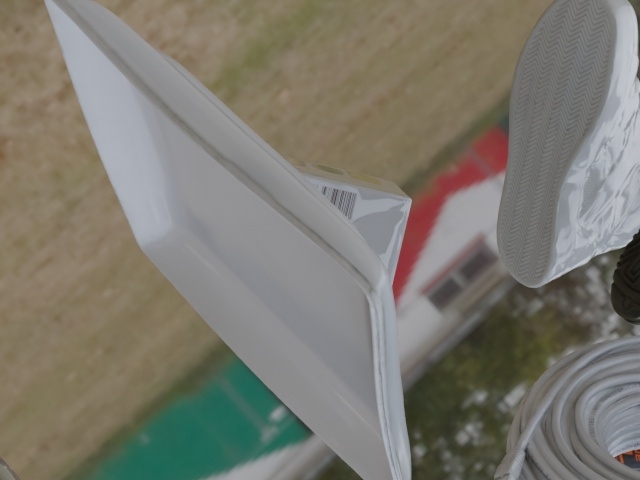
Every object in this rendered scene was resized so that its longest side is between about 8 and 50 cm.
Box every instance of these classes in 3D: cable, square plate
[{"bbox_3d":[0.280,0.178,1.262,0.257,0.257,0.089,-61,153,-53],"label":"cable"},{"bbox_3d":[-0.050,0.009,1.134,0.049,0.347,0.344,-38,151,-16],"label":"square plate"}]

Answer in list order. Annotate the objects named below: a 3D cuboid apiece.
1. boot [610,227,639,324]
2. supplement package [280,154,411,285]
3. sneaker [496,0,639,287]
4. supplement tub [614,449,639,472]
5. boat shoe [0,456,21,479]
[{"bbox_3d":[0.357,0.030,1.310,0.190,0.208,0.076,-53,-142,0],"label":"boot"},{"bbox_3d":[0.000,0.000,2.200,0.263,0.199,0.198,-108,-149,-83],"label":"supplement package"},{"bbox_3d":[0.258,-0.105,1.386,0.169,0.108,0.292,-18,135,-30],"label":"sneaker"},{"bbox_3d":[0.356,0.203,1.626,0.198,0.106,0.106,-8,-164,30],"label":"supplement tub"},{"bbox_3d":[-0.366,0.322,1.695,0.116,0.324,0.123,-37,154,-35],"label":"boat shoe"}]
